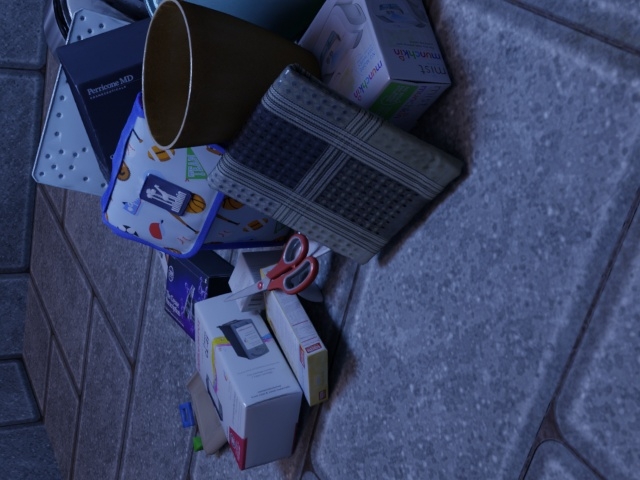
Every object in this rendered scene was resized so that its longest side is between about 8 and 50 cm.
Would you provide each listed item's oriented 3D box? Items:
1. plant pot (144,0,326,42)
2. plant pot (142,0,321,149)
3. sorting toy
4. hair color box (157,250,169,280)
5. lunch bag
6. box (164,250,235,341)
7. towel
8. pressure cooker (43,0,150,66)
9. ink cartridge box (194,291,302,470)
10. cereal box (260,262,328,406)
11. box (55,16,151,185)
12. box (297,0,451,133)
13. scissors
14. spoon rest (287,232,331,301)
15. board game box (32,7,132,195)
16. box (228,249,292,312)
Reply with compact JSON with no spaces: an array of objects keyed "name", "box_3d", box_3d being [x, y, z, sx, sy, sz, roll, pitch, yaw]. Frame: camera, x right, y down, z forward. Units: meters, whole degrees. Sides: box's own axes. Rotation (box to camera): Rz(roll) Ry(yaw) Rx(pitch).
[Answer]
[{"name":"plant pot","box_3d":[-0.094,-0.507,1.515,0.334,0.341,0.341,-18,76,50]},{"name":"plant pot","box_3d":[-0.136,-0.266,1.394,0.237,0.254,0.237,7,98,61]},{"name":"sorting toy","box_3d":[-0.265,0.414,2.107,0.347,0.047,0.196,-50,54,49]},{"name":"hair color box","box_3d":[-0.404,0.021,2.309,0.093,0.053,0.167,-60,45,41]},{"name":"lunch bag","box_3d":[-0.207,-0.140,1.639,0.327,0.386,0.239,-59,43,42]},{"name":"box","box_3d":[-0.289,0.130,2.077,0.261,0.103,0.184,29,114,55]},{"name":"towel","box_3d":[0.018,-0.112,1.361,0.312,0.324,0.056,-47,21,45]},{"name":"pressure cooker","box_3d":[-0.462,-0.545,2.043,0.420,0.370,0.375,2,110,68]},{"name":"ink cartridge box","box_3d":[-0.162,0.293,1.803,0.306,0.131,0.226,55,150,41]},{"name":"cereal box","box_3d":[-0.051,0.185,1.673,0.173,0.047,0.240,88,157,-48]},{"name":"box","box_3d":[-0.324,-0.288,1.775,0.179,0.343,0.312,53,159,43]},{"name":"box","box_3d":[0.073,-0.279,1.411,0.262,0.127,0.231,-45,53,52]},{"name":"scissors","box_3d":[-0.103,0.091,1.634,0.297,0.021,0.109,-39,55,38]},{"name":"spoon rest","box_3d":[0.000,0.000,1.592,0.137,0.084,0.276,55,137,43]},{"name":"board game box","box_3d":[-0.411,-0.281,1.914,0.050,0.390,0.389,42,116,58]},{"name":"box","box_3d":[-0.125,0.085,1.791,0.087,0.102,0.101,62,142,33]}]
